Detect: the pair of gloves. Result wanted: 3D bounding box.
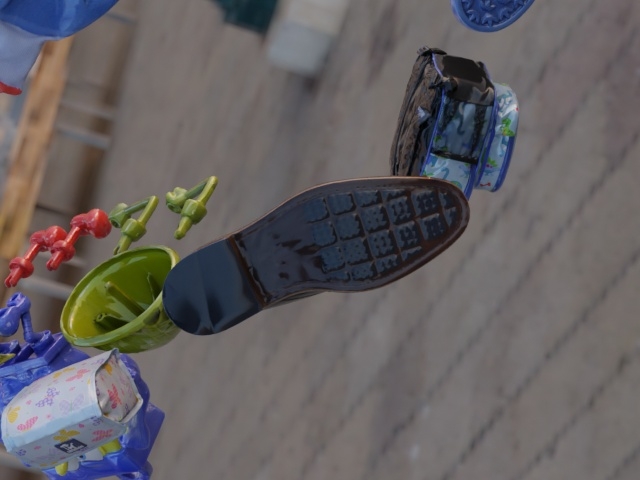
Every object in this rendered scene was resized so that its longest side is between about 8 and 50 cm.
[{"bbox_3d":[-0.224,-0.188,1.290,0.159,0.198,0.023,-51,35,15],"label":"pair of gloves"}]

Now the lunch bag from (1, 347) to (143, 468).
[{"bbox_3d":[-0.158,0.110,1.228,0.053,0.071,0.083,65,-169,-6],"label":"lunch bag"}]

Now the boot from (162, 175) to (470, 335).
[{"bbox_3d":[0.000,0.000,1.355,0.106,0.219,0.082,-48,-60,-80],"label":"boot"}]

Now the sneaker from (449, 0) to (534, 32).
[{"bbox_3d":[0.156,-0.274,1.572,0.090,0.081,0.232,180,111,-77],"label":"sneaker"}]

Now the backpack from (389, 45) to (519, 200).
[{"bbox_3d":[0.102,-0.075,1.473,0.105,0.084,0.114,-103,29,-69],"label":"backpack"}]

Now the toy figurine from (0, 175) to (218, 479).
[{"bbox_3d":[-0.184,0.113,1.659,0.362,0.217,0.191,-17,29,35],"label":"toy figurine"}]
